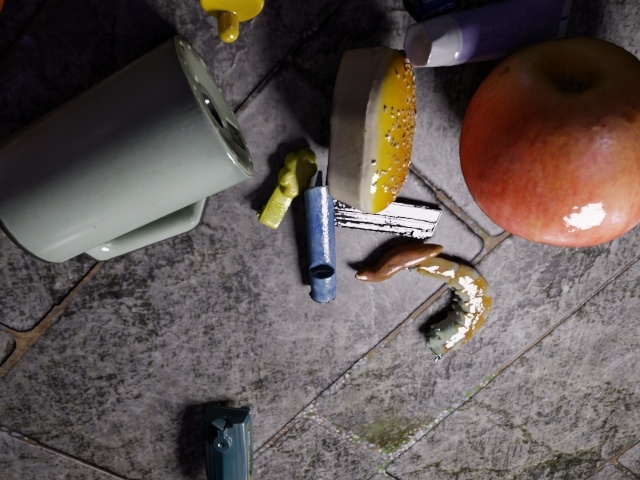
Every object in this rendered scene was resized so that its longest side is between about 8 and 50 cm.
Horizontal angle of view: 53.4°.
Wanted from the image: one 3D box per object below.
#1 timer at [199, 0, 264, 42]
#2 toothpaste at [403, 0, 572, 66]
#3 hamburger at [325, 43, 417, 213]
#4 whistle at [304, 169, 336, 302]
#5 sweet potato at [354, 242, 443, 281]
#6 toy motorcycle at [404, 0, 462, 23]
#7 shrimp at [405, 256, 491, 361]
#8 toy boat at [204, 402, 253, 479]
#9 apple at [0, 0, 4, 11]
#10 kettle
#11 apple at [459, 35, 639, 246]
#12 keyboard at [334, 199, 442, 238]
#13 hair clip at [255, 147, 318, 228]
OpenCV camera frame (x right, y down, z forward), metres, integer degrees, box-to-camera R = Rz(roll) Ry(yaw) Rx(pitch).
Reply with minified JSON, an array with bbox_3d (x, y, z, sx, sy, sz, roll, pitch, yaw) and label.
[{"bbox_3d":[-0.141,-0.383,1.010,0.107,0.109,0.107,-2,164,0],"label":"timer"},{"bbox_3d":[0.315,-0.366,1.114,0.372,0.080,0.125,-18,125,-25],"label":"toothpaste"},{"bbox_3d":[0.093,-0.193,1.125,0.152,0.227,0.295,11,124,7],"label":"hamburger"},{"bbox_3d":[0.000,0.000,1.298,0.062,0.062,0.304,-9,129,-8],"label":"whistle"},{"bbox_3d":[0.170,0.043,1.392,0.202,0.058,0.055,-22,167,5],"label":"sweet potato"},{"bbox_3d":[0.297,-0.510,1.039,0.359,0.125,0.212,-21,133,3],"label":"toy motorcycle"},{"bbox_3d":[0.306,0.141,1.477,0.185,0.068,0.286,-23,122,-1],"label":"shrimp"},{"bbox_3d":[-0.220,0.532,1.555,0.114,0.122,0.295,4,112,9],"label":"toy boat"},{"bbox_3d":[-0.574,-0.346,0.827,0.288,0.288,0.316,18,129,-23],"label":"apple"},{"bbox_3d":[-0.315,-0.115,1.090,0.377,0.249,0.361,-26,152,6],"label":"kettle"},{"bbox_3d":[0.434,-0.179,1.130,0.364,0.363,0.363,-6,123,-10],"label":"apple"},{"bbox_3d":[0.135,-0.053,1.342,0.251,0.017,0.087,7,121,-17],"label":"keyboard"},{"bbox_3d":[-0.066,-0.104,1.243,0.072,0.046,0.173,26,110,-31],"label":"hair clip"}]
